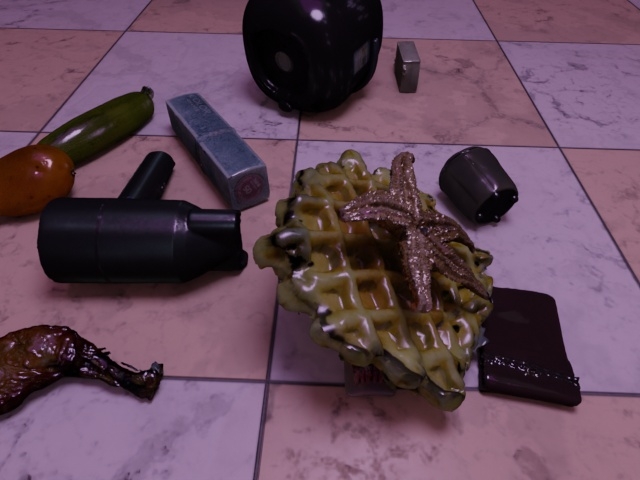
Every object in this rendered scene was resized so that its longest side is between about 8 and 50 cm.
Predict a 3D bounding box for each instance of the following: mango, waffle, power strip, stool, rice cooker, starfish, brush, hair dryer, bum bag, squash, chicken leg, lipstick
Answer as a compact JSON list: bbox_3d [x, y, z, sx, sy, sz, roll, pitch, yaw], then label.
[{"bbox_3d":[-0.462,-0.085,0.710,0.159,0.084,0.105,-22,74,0],"label":"mango"},{"bbox_3d":[0.078,0.025,0.546,0.297,0.073,0.317,38,41,-3],"label":"waffle"},{"bbox_3d":[0.193,-0.406,1.036,0.042,0.075,0.175,-1,46,1],"label":"power strip"},{"bbox_3d":[0.246,-0.084,0.711,0.096,0.096,0.110,-14,51,-15],"label":"stool"},{"bbox_3d":[-0.016,-0.389,0.903,0.267,0.267,0.224,24,57,21],"label":"rice cooker"},{"bbox_3d":[0.110,-0.013,0.510,0.227,0.043,0.241,32,44,-32],"label":"starfish"},{"bbox_3d":[0.058,0.048,0.610,0.060,0.050,0.321,-2,45,3],"label":"brush"},{"bbox_3d":[-0.225,-0.057,0.678,0.244,0.116,0.302,1,38,-4],"label":"hair dryer"},{"bbox_3d":[0.246,0.119,0.557,0.109,0.026,0.159,7,46,7],"label":"bum bag"},{"bbox_3d":[-0.401,-0.207,0.833,0.080,0.071,0.318,19,48,18],"label":"squash"},{"bbox_3d":[-0.303,0.145,0.506,0.253,0.051,0.106,-5,52,-8],"label":"chicken leg"},{"bbox_3d":[-0.186,-0.167,0.794,0.077,0.076,0.290,-25,51,-21],"label":"lipstick"}]
